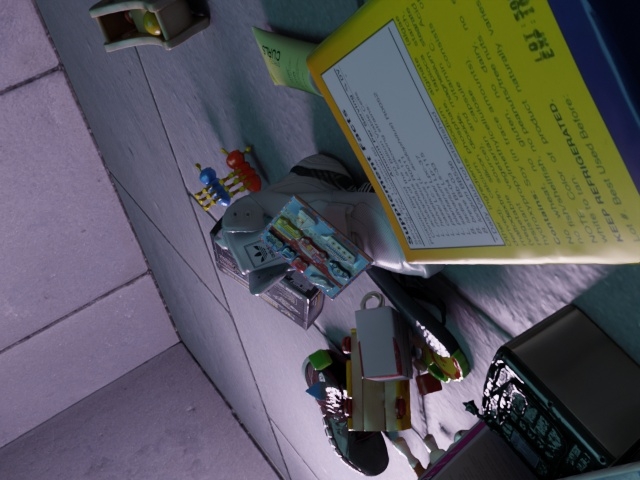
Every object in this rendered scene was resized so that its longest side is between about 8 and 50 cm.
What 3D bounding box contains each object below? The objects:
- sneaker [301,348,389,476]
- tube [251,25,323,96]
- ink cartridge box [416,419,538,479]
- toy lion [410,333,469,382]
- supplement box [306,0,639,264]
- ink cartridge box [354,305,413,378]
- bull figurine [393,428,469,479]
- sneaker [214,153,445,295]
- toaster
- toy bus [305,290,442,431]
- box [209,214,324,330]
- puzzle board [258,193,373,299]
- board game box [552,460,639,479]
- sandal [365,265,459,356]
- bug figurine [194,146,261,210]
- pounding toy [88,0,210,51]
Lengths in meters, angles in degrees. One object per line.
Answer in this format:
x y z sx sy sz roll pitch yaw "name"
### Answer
0.058 0.341 1.673 0.281 0.106 0.162 57 159 10 "sneaker"
-0.035 -0.234 1.116 0.240 0.062 0.070 36 111 60 "tube"
0.181 0.327 0.934 0.069 0.371 0.176 -36 84 42 "ink cartridge box"
0.178 0.175 1.223 0.096 0.034 0.100 36 152 35 "toy lion"
0.157 -0.113 0.540 0.194 0.195 0.356 63 165 -7 "supplement box"
0.095 0.156 1.232 0.135 0.056 0.099 40 -138 -70 "ink cartridge box"
0.216 0.416 1.377 0.188 0.101 0.310 42 151 55 "bull figurine"
0.000 0.000 1.129 0.366 0.210 0.137 30 146 56 "sneaker"
0.256 0.179 0.887 0.186 0.110 0.168 48 158 30 "toaster"
0.097 0.217 1.364 0.191 0.202 0.104 45 -172 21 "toy bus"
-0.100 0.063 1.605 0.231 0.056 0.183 33 160 13 "box"
-0.008 0.011 1.048 0.128 0.011 0.096 40 133 -4 "puzzle board"
0.379 0.357 0.737 0.390 0.050 0.390 43 155 5 "board game box"
0.120 0.068 1.160 0.097 0.054 0.254 53 179 -36 "sandal"
-0.153 -0.078 1.636 0.216 0.072 0.279 56 158 -10 "bug figurine"
-0.312 -0.413 1.409 0.269 0.154 0.155 32 147 54 "pounding toy"
